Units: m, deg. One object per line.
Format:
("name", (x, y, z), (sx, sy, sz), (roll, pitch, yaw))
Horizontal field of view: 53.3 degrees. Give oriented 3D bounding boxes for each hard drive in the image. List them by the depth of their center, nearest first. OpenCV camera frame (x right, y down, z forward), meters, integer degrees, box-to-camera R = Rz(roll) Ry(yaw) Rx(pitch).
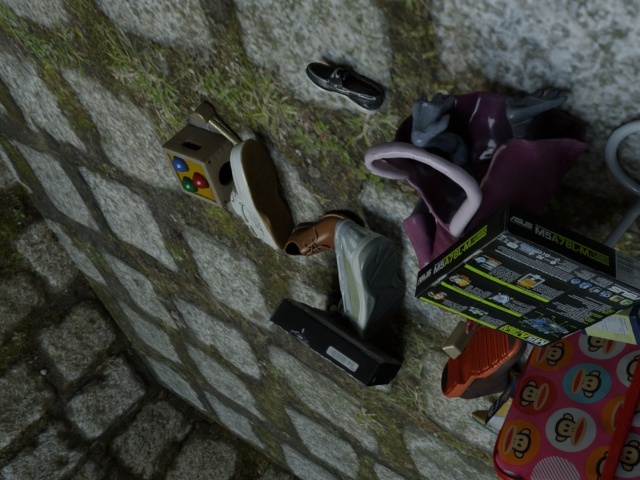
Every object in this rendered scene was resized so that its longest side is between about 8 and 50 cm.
("hard drive", (0.046, 0.221, 1.369), (0.236, 0.064, 0.339), (32, 177, 19))

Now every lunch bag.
("lunch bag", (0.401, 0.247, 0.875), (0.258, 0.293, 0.120), (5, 145, 45))

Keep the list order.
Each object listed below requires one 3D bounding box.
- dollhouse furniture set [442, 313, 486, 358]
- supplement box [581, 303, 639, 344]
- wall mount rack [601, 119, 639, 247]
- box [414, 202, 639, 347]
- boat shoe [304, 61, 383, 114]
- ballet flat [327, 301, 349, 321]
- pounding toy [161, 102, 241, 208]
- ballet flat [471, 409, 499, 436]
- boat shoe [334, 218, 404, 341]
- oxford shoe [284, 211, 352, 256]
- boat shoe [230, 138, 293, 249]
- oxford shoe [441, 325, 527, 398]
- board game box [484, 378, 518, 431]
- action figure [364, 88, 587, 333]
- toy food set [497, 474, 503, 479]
("dollhouse furniture set", (0.229, 0.145, 1.134), (0.091, 0.114, 0.081), (44, 156, -10))
("supplement box", (0.405, 0.087, 0.866), (0.083, 0.083, 0.056), (7, 137, 47))
("wall mount rack", (0.435, 0.037, 0.712), (0.350, 0.130, 0.304), (36, 151, 13))
("box", (0.234, 0.049, 0.725), (0.190, 0.045, 0.184), (22, 149, -12))
("boat shoe", (0.035, -0.228, 0.923), (0.125, 0.046, 0.038), (34, 151, 8))
("ballet flat", (0.055, 0.161, 1.440), (0.114, 0.041, 0.041), (2, 133, 51))
("pounding toy", (-0.230, -0.168, 1.281), (0.181, 0.094, 0.206), (22, 147, 31))
("ballet flat", (0.423, 0.395, 1.295), (0.232, 0.073, 0.080), (31, -177, 17))
("boat shoe", (0.085, 0.083, 1.226), (0.103, 0.118, 0.321), (40, 159, 31))
("oxford shoe", (0.000, 0.000, 1.255), (0.076, 0.076, 0.212), (51, 149, -13))
("boat shoe", (-0.137, -0.086, 1.265), (0.096, 0.098, 0.277), (12, 142, 25))
("oxford shoe", (0.321, 0.226, 1.186), (0.098, 0.097, 0.271), (14, 149, -9))
("board game box", (0.445, 0.349, 1.175), (0.243, 0.042, 0.165), (22, 149, 10))
("action figure", (0.208, -0.001, 0.817), (0.247, 0.276, 0.371), (19, 131, 25))
("toy food set", (0.489, 0.504, 1.311), (0.232, 0.111, 0.105), (25, 148, 33))
